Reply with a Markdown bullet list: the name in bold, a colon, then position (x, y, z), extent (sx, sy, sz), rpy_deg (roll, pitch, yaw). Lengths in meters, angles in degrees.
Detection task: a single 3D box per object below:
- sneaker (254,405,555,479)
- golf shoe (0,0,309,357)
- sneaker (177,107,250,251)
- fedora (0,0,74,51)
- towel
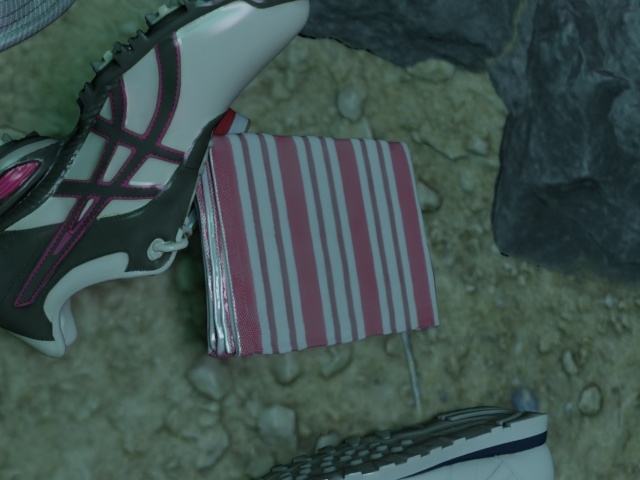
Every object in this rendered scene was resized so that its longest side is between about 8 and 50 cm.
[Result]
- **sneaker**: position (0.061, 0.177, 0.607), extent (0.235, 0.090, 0.095), rpy_deg (-7, 93, -22)
- **golf shoe**: position (-0.100, -0.050, 0.533), extent (0.273, 0.105, 0.120), rpy_deg (-38, 96, 7)
- **sneaker**: position (-0.099, -0.048, 0.600), extent (0.067, 0.042, 0.118), rpy_deg (31, 65, -17)
- **fedora**: position (-0.249, -0.253, 0.529), extent (0.243, 0.124, 0.275), rpy_deg (-30, 93, -24)
- **towel**: position (0.000, 0.000, 0.623), extent (0.197, 0.029, 0.144), rpy_deg (-3, 82, -40)
